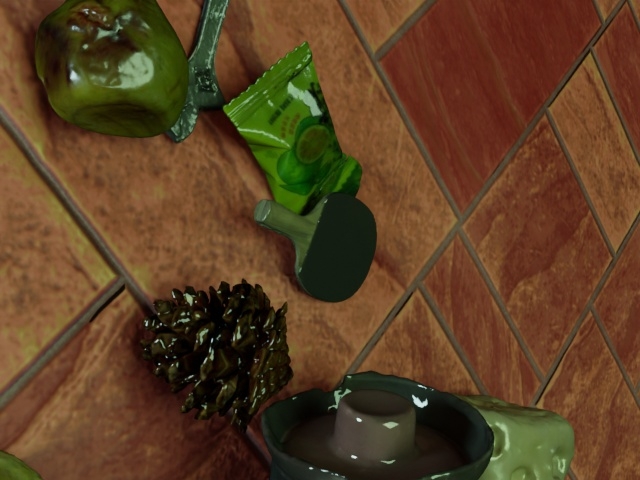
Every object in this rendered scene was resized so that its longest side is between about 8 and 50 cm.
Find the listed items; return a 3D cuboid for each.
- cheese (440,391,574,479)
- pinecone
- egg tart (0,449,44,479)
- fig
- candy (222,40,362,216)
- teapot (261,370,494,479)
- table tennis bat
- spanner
[{"bbox_3d":[0.243,0.291,1.281,0.247,0.173,0.251,-33,105,-37],"label":"cheese"},{"bbox_3d":[-0.110,0.114,0.972,0.173,0.173,0.174,3,86,-43],"label":"pinecone"},{"bbox_3d":[-0.327,0.318,0.785,0.290,0.115,0.291,1,88,-42],"label":"egg tart"},{"bbox_3d":[-0.202,-0.170,0.918,0.166,0.144,0.154,51,19,-38],"label":"fig"},{"bbox_3d":[-0.027,-0.116,1.111,0.149,0.069,0.246,-53,144,-25],"label":"candy"},{"bbox_3d":[0.049,0.326,0.993,0.305,0.376,0.362,6,105,0],"label":"teapot"},{"bbox_3d":[0.000,0.000,1.128,0.246,0.022,0.138,26,82,-53],"label":"table tennis bat"},{"bbox_3d":[-0.128,-0.261,1.062,0.093,0.026,0.326,25,70,-38],"label":"spanner"}]
